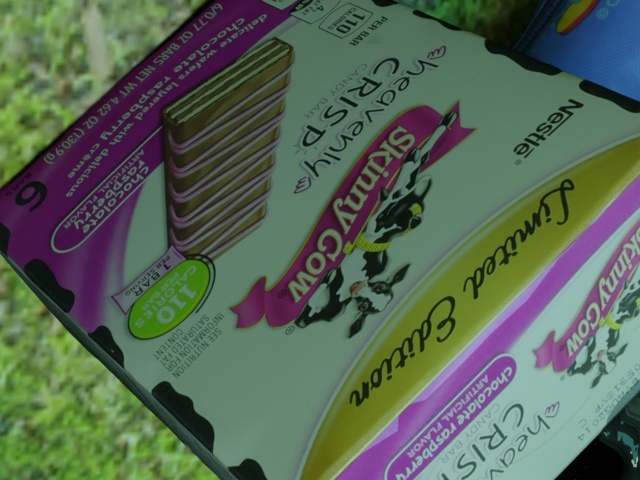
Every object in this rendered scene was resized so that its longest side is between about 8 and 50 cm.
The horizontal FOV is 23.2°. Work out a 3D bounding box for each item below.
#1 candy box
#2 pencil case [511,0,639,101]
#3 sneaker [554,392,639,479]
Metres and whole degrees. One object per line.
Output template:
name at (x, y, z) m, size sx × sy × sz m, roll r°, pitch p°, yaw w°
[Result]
candy box at (0.000, 0.000, 0.519) m, size 0.159 × 0.233 × 0.071 m, roll -44°, pitch 129°, yaw -11°
pencil case at (0.116, -0.044, 0.654) m, size 0.133 × 0.119 × 0.306 m, roll 37°, pitch 88°, yaw -29°
sneaker at (0.123, 0.174, 0.790) m, size 0.106 × 0.078 × 0.234 m, roll 16°, pitch 97°, yaw -36°
